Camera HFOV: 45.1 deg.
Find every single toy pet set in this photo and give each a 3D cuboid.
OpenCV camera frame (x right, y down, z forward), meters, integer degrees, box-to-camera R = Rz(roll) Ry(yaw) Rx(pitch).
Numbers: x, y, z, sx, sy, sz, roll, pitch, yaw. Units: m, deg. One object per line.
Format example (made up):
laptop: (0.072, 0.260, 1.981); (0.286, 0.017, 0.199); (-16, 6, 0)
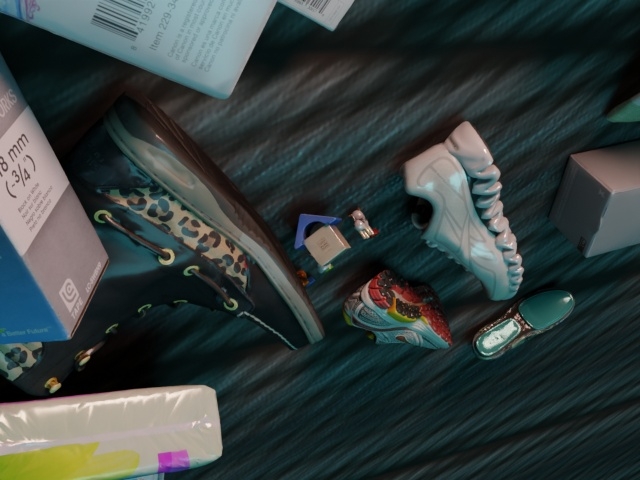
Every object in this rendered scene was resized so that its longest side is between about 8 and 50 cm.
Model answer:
toy pet set: (0.000, 0.000, 0.960); (0.122, 0.065, 0.114); (-38, 173, 10)

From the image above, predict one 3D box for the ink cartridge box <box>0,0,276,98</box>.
ink cartridge box: (-0.159, -0.262, 0.507); (0.306, 0.131, 0.226); (20, 118, -25)

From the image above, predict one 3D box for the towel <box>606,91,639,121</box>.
towel: (0.552, -0.237, 0.951); (0.248, 0.038, 0.325); (-8, 164, -22)

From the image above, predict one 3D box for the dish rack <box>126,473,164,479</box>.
dish rack: (-0.379, 0.405, 1.091); (0.333, 0.072, 0.285); (-7, 133, -24)

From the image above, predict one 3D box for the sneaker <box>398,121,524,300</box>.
sneaker: (0.186, -0.020, 1.013); (0.118, 0.110, 0.292); (-25, 130, 4)

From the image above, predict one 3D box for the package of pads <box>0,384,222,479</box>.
package of pads: (-0.294, 0.232, 0.887); (0.297, 0.101, 0.229); (1, 165, -31)

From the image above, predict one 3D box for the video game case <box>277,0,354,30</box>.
video game case: (-0.022, -0.313, 0.646); (0.232, 0.041, 0.210); (16, 120, -39)

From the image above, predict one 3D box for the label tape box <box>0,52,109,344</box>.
label tape box: (-0.337, -0.068, 0.559); (0.241, 0.105, 0.333); (-6, 128, 14)

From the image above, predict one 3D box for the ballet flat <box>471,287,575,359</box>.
ballet flat: (0.331, 0.138, 1.278); (0.188, 0.070, 0.070); (-27, 138, -4)

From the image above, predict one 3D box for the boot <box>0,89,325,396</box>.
boot: (-0.186, 0.056, 0.824); (0.284, 0.138, 0.377); (-36, 134, 3)

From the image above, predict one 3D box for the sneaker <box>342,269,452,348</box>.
sneaker: (0.114, 0.108, 1.109); (0.093, 0.088, 0.225); (-29, 142, 27)

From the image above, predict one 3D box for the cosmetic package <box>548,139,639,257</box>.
cosmetic package: (0.468, -0.071, 1.125); (0.238, 0.107, 0.127); (-10, 133, -20)
